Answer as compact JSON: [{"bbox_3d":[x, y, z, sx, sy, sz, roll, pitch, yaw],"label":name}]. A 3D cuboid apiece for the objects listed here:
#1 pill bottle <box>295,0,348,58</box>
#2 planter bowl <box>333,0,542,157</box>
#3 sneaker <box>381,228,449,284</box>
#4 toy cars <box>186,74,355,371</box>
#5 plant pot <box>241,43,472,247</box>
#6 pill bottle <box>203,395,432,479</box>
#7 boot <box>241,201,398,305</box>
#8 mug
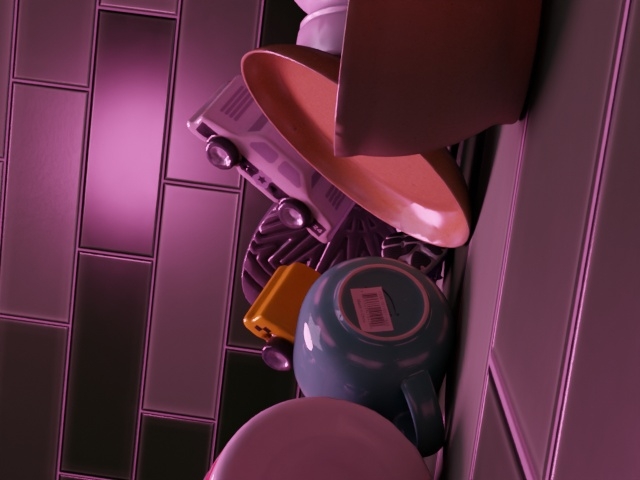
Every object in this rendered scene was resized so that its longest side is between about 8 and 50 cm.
[{"bbox_3d":[0.069,-0.296,0.916,0.188,0.187,0.334,82,-165,-80],"label":"pill bottle"},{"bbox_3d":[0.072,-0.124,0.626,0.162,0.109,0.162,7,-90,-88],"label":"planter bowl"},{"bbox_3d":[0.105,0.021,1.048,0.170,0.068,0.071,-44,-53,-72],"label":"sneaker"},{"bbox_3d":[0.000,0.000,1.005,0.087,0.176,0.394,-41,61,49],"label":"toy cars"},{"bbox_3d":[0.035,-0.082,0.860,0.032,0.236,0.236,-50,-10,-11],"label":"plant pot"},{"bbox_3d":[-0.033,0.260,0.876,0.318,0.176,0.176,120,162,-59],"label":"pill bottle"},{"bbox_3d":[0.052,-0.138,1.329,0.367,0.146,0.445,-52,14,23],"label":"boot"},{"bbox_3d":[0.056,0.084,0.855,0.129,0.157,0.097,-51,-19,-34],"label":"mug"}]
